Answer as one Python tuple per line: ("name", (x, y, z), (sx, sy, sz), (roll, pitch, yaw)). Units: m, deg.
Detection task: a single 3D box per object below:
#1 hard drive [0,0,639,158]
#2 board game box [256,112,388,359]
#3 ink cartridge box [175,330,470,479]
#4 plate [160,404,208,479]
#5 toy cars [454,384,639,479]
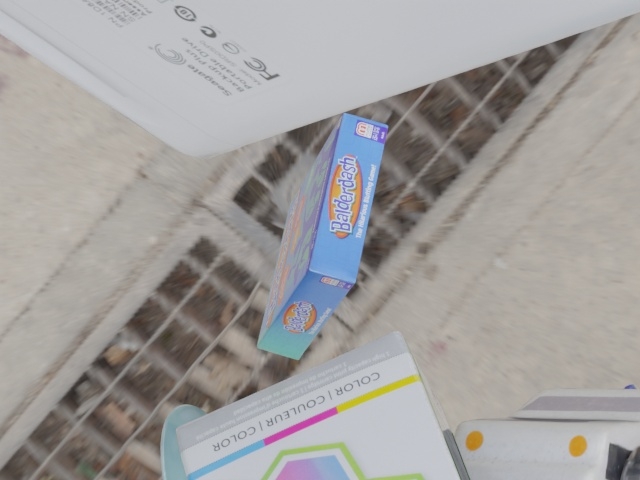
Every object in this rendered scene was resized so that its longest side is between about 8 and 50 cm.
("hard drive", (-0.035, -0.133, 0.705), (0.233, 0.353, 0.047), (34, 65, -25))
("board game box", (0.000, 0.000, 1.819), (0.047, 0.210, 0.160), (16, 64, -8))
("ink cartridge box", (0.020, 0.145, 0.801), (0.109, 0.209, 0.062), (-24, 135, 5))
("plate", (-0.092, 0.239, 1.839), (0.024, 0.188, 0.188), (-20, 90, 19))
("toy cars", (0.243, 0.120, 0.954), (0.394, 0.176, 0.087), (12, 75, -10))
